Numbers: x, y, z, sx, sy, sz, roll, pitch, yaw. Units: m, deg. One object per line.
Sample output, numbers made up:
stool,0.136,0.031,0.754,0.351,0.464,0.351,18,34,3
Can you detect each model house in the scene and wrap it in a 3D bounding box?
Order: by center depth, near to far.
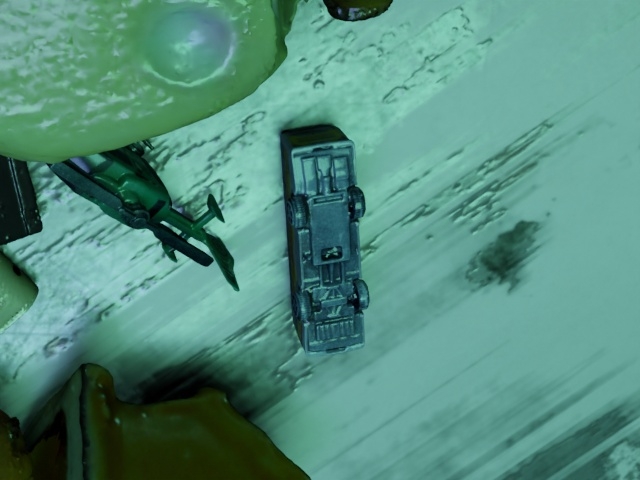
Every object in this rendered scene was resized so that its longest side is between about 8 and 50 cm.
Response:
model house,-0.147,0.242,1.438,0.239,0.173,0.268,5,146,-32

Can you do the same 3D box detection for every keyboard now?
keyboard,-0.264,-0.086,1.288,0.060,0.018,0.195,-21,117,-24

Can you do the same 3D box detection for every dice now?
dice,-0.158,-0.221,1.106,0.254,0.252,0.249,-15,125,5

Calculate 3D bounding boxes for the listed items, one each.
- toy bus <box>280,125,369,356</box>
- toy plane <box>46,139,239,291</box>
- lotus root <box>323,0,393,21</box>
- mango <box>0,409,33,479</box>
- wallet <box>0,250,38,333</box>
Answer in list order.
toy bus,0.000,0.000,1.387,0.064,0.075,0.190,-10,117,-13
toy plane,-0.143,-0.036,1.320,0.060,0.096,0.235,-44,137,11
lotus root,0.018,-0.285,1.220,0.123,0.124,0.241,-17,120,-4
mango,-0.359,0.204,1.346,0.249,0.156,0.151,-11,155,-9
wallet,-0.317,0.029,1.329,0.110,0.039,0.155,-41,119,5
